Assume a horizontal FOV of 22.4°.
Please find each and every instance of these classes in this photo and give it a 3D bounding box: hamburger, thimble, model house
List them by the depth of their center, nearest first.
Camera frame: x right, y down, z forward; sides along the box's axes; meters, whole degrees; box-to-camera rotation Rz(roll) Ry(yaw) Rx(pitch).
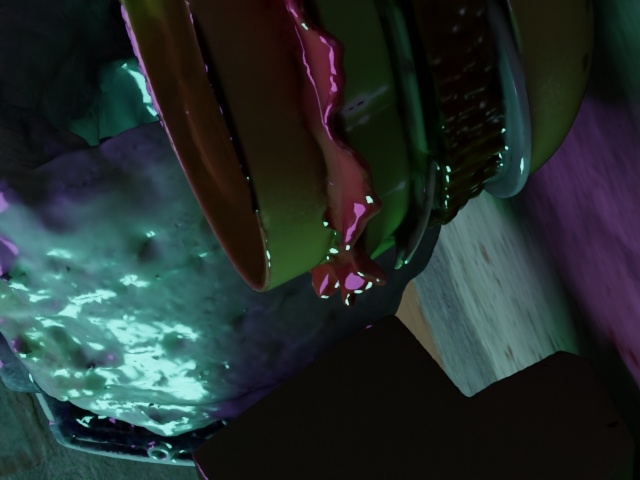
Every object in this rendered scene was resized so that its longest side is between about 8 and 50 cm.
[{"bbox_3d":[0.015,-0.071,0.529,0.175,0.136,0.175,161,90,-79],"label":"hamburger"},{"bbox_3d":[-0.058,-0.040,0.719,0.204,0.250,0.172,18,141,33],"label":"thimble"},{"bbox_3d":[0.058,0.159,0.736,0.181,0.176,0.248,53,165,24],"label":"model house"}]

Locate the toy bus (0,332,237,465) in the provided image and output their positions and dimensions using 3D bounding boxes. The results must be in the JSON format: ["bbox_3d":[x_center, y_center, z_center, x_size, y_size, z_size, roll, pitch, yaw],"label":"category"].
[{"bbox_3d":[-0.151,-0.028,1.279,0.440,0.209,0.249,75,-156,-47],"label":"toy bus"}]
